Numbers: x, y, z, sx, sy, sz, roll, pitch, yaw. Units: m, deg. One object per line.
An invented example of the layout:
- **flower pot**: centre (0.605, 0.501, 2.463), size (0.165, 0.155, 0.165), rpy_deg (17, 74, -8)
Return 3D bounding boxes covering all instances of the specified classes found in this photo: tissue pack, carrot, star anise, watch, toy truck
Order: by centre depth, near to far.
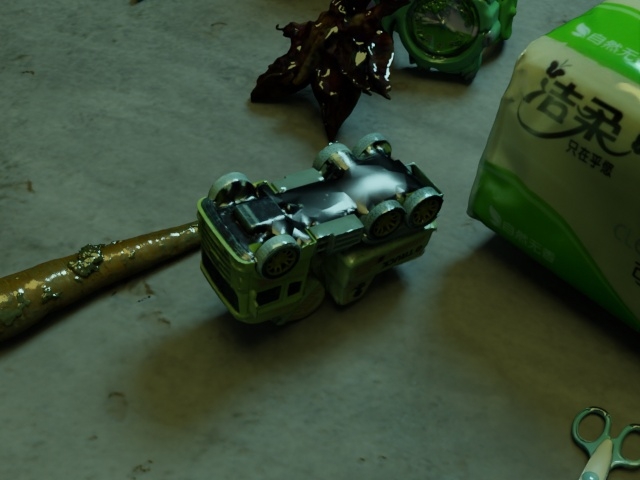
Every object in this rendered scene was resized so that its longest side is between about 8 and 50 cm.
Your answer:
- **tissue pack**: centre (0.376, -0.041, 0.718), size (0.332, 0.205, 0.405), rpy_deg (-31, 56, -32)
- **toy truck**: centre (0.000, 0.000, 0.739), size (0.191, 0.116, 0.085), rpy_deg (-19, 50, -29)
- **carrot**: centre (-0.177, 0.025, 0.764), size (0.254, 0.049, 0.049), rpy_deg (-23, 52, -26)
- **star anise**: centre (0.022, -0.170, 0.882), size (0.053, 0.212, 0.157), rpy_deg (13, 50, -52)
- **watch**: centre (0.115, -0.252, 0.968), size (0.165, 0.131, 0.152), rpy_deg (10, 38, 9)

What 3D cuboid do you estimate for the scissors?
- **scissors**: centre (0.185, 0.162, 0.659), size (0.058, 0.014, 0.119), rpy_deg (23, 48, 24)
